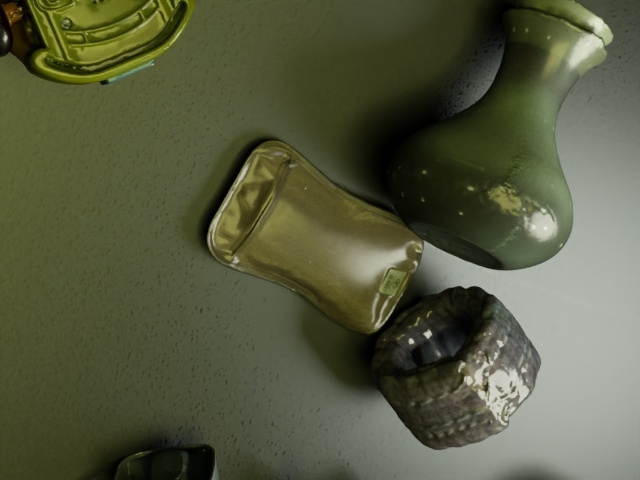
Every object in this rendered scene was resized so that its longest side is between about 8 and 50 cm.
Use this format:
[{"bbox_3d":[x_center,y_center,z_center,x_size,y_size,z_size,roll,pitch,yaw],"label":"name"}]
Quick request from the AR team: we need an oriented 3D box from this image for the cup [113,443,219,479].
[{"bbox_3d":[-0.152,0.269,1.469,0.128,0.095,0.129,-9,111,2],"label":"cup"}]

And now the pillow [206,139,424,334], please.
[{"bbox_3d":[0.000,0.000,1.492,0.217,0.033,0.130,29,89,-26],"label":"pillow"}]

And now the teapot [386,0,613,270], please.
[{"bbox_3d":[0.181,-0.104,1.473,0.183,0.183,0.250,31,79,-27],"label":"teapot"}]

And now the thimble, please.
[{"bbox_3d":[0.130,0.122,1.518,0.150,0.150,0.097,-41,118,-8],"label":"thimble"}]

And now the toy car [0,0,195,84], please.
[{"bbox_3d":[-0.214,-0.248,1.276,0.200,0.142,0.247,-21,101,-17],"label":"toy car"}]
